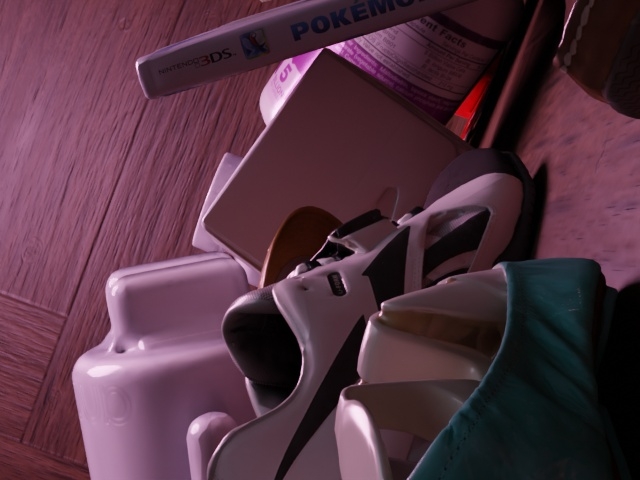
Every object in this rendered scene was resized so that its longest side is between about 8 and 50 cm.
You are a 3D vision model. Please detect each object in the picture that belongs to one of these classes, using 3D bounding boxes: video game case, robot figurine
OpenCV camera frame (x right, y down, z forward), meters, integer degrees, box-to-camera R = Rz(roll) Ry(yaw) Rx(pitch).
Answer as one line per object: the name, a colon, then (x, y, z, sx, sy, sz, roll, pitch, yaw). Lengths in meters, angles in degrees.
video game case: (0.036, -0.189, 1.370, 0.329, 0.300, 0.036, -52, -55, -74)
robot figurine: (-0.096, 0.191, 1.481, 0.300, 0.200, 0.353, -144, 44, -84)

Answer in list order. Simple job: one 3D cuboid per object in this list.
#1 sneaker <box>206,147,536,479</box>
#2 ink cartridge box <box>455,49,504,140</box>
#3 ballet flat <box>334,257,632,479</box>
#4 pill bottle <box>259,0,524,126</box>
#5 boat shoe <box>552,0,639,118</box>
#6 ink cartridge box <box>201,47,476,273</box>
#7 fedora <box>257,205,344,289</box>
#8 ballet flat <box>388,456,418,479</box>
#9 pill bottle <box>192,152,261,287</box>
sneaker: (0.029, 0.036, 0.954, 0.330, 0.146, 0.122, -67, -3, -53)
ink cartridge box: (0.155, -0.220, 1.812, 0.134, 0.078, 0.231, 110, 179, -73)
ballet flat: (0.051, 0.051, 0.551, 0.247, 0.087, 0.083, -69, -1, -72)
pill bottle: (0.086, -0.203, 1.643, 0.301, 0.169, 0.169, -54, 6, 23)
boat shoe: (0.114, -0.164, 0.656, 0.324, 0.116, 0.123, -70, 0, -49)
ink cartridge box: (0.021, -0.028, 1.389, 0.171, 0.168, 0.233, -56, 0, -3)
fedora: (0.029, 0.065, 1.103, 0.194, 0.079, 0.194, 22, -114, -62)
ballet flat: (0.011, 0.186, 0.746, 0.072, 0.068, 0.213, 110, 180, -53)
pill bottle: (0.000, 0.000, 1.566, 0.121, 0.216, 0.121, 21, -90, -90)
